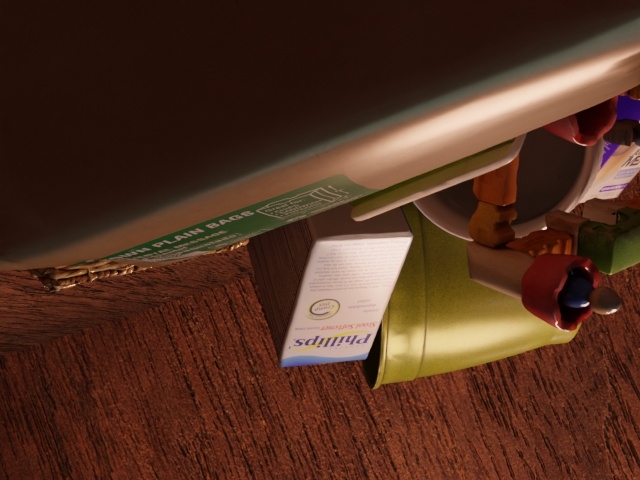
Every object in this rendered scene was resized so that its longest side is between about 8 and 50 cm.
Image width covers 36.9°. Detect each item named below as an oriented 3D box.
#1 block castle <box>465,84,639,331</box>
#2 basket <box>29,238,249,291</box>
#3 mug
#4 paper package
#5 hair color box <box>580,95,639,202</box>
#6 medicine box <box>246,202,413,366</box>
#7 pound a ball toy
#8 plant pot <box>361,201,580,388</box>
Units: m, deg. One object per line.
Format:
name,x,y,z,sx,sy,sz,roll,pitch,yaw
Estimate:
block castle,0.393,-0.097,1.147,0.453,0.303,0.213,-16,-155,-36
basket,-0.267,-0.093,1.282,0.299,0.223,0.213,-14,-156,-26
mug,0.246,-0.147,1.473,0.374,0.276,0.328,-8,-175,22
paper package,-0.031,-0.168,0.478,0.325,0.309,0.168,-19,172,15
hair color box,0.528,-0.221,1.605,0.185,0.110,0.339,-9,138,-49
medicine box,0.000,0.000,1.453,0.149,0.263,0.289,-3,137,-18
pound a ball toy,0.075,-0.160,1.009,0.208,0.135,0.319,35,149,-22
plant pot,0.252,0.063,1.652,0.353,0.366,0.366,-2,171,-5
